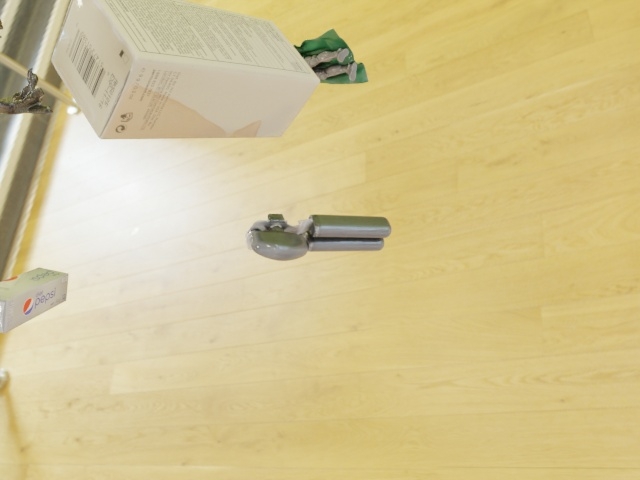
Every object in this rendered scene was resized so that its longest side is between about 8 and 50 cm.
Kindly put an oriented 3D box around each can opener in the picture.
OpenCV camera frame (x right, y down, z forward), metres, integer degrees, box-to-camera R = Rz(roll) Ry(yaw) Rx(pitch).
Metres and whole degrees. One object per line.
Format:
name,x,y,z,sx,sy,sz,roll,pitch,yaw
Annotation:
can opener,0.000,0.000,0.976,0.093,0.280,0.074,66,146,35

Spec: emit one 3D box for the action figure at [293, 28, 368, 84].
action figure,-0.035,-0.340,1.095,0.232,0.137,0.063,4,59,39

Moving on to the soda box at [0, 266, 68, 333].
soda box,-0.803,0.153,1.482,0.098,0.286,0.091,11,101,4

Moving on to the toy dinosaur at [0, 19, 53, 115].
toy dinosaur,-0.282,-0.119,0.411,0.118,0.268,0.064,-22,77,-9

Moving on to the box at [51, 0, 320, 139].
box,-0.162,-0.225,0.730,0.148,0.311,0.121,54,126,19
